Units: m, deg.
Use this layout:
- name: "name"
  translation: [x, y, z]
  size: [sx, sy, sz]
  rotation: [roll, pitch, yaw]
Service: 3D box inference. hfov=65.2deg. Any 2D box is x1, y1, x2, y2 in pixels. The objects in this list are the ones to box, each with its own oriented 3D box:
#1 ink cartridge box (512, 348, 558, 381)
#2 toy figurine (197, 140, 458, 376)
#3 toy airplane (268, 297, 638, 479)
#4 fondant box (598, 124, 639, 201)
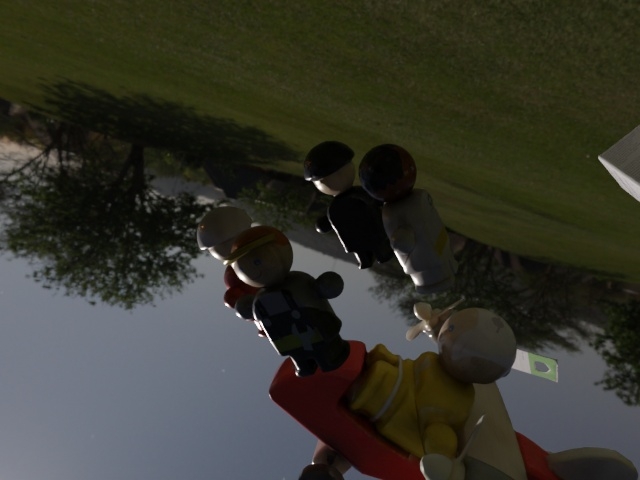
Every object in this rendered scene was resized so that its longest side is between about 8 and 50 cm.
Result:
- name: "ink cartridge box"
  translation: [0.414, 0.239, 1.130]
  size: [0.235, 0.056, 0.171]
  rotation: [9, 155, 30]
- name: "toy figurine"
  translation: [0.000, 0.000, 0.475]
  size: [0.213, 0.148, 0.209]
  rotation: [-31, -165, -12]
- name: "toy airplane"
  translation: [0.181, 0.213, 0.589]
  size: [0.385, 0.272, 0.386]
  rotation: [-1, -158, -36]
- name: "fondant box"
  translation: [0.638, -0.130, 0.788]
  size: [0.096, 0.238, 0.330]
  rotation: [40, -157, -18]
